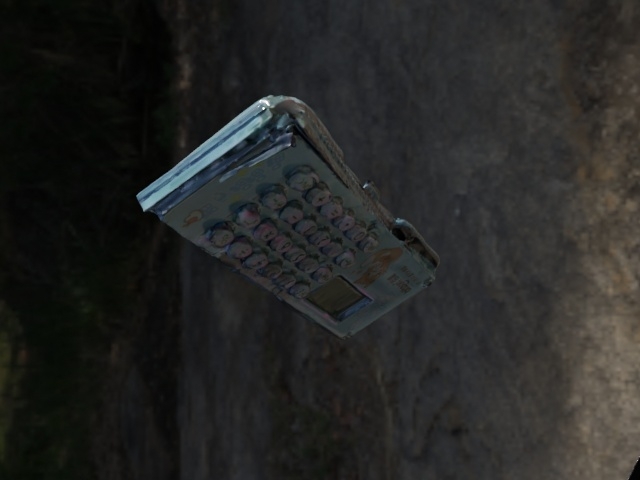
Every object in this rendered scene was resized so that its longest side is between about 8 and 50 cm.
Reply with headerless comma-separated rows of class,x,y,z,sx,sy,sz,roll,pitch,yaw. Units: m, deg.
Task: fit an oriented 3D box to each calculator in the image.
calculator,0.000,0.000,0.384,0.018,0.057,0.172,61,-172,25

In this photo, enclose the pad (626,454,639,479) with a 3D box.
pad,0.248,0.277,0.877,0.005,0.300,0.202,9,140,41
